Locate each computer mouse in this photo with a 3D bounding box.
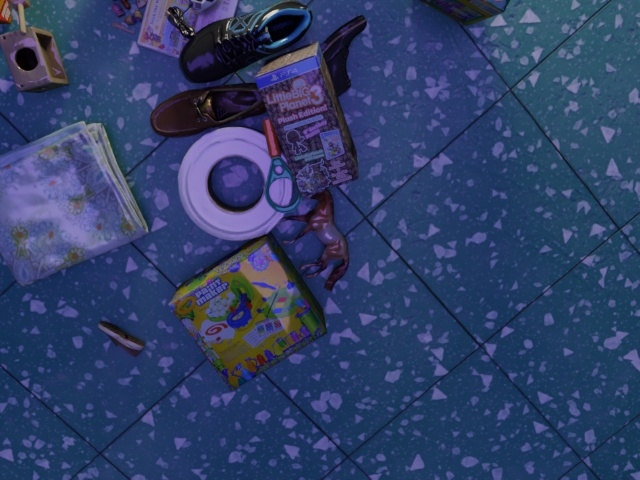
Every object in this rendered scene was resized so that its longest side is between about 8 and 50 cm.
[{"bbox_3d":[-0.274,-0.566,1.445,0.193,0.042,0.106,-45,63,3],"label":"computer mouse"}]

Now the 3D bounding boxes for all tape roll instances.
[{"bbox_3d":[-0.209,-0.144,1.552,0.286,0.100,0.286,-1,102,-4],"label":"tape roll"}]

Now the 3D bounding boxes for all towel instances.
[{"bbox_3d":[-0.657,-0.091,1.540,0.374,0.090,0.321,-22,102,2],"label":"towel"}]

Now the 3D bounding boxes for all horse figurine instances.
[{"bbox_3d":[0.000,0.000,1.615,0.174,0.066,0.263,-29,101,9],"label":"horse figurine"}]

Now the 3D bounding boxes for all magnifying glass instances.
[{"bbox_3d":[-0.103,-0.178,1.487,0.092,0.026,0.231,-12,102,-1],"label":"magnifying glass"}]

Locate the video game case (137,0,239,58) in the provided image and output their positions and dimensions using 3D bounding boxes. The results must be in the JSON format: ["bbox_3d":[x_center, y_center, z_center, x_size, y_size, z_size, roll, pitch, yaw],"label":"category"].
[{"bbox_3d":[-0.315,-0.551,1.492,0.206,0.026,0.227,17,102,-7],"label":"video game case"}]

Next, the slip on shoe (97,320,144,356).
[{"bbox_3d":[-0.539,0.265,1.648,0.135,0.051,0.041,33,96,-18],"label":"slip on shoe"}]

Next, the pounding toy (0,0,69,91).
[{"bbox_3d":[-0.682,-0.450,1.410,0.094,0.181,0.206,-15,103,0],"label":"pounding toy"}]

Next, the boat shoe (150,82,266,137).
[{"bbox_3d":[-0.274,-0.327,1.500,0.307,0.104,0.111,-17,100,0],"label":"boat shoe"}]

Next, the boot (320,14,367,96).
[{"bbox_3d":[0.059,-0.445,1.522,0.198,0.077,0.137,-34,107,18],"label":"boot"}]

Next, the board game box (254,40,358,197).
[{"bbox_3d":[-0.024,-0.286,1.432,0.141,0.232,0.291,-17,114,9],"label":"board game box"}]

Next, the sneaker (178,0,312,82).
[{"bbox_3d":[-0.177,-0.473,1.440,0.340,0.140,0.125,-28,113,-2],"label":"sneaker"}]

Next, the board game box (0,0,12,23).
[{"bbox_3d":[-0.913,-0.643,1.262,0.356,0.356,0.356,-3,103,-3],"label":"board game box"}]

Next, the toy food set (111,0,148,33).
[{"bbox_3d":[-0.460,-0.567,1.481,0.078,0.019,0.122,18,101,-8],"label":"toy food set"}]

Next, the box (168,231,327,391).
[{"bbox_3d":[-0.180,0.174,1.584,0.290,0.177,0.279,-31,103,4],"label":"box"}]

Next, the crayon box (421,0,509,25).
[{"bbox_3d":[0.319,-0.574,1.398,0.165,0.278,0.081,25,101,-9],"label":"crayon box"}]
